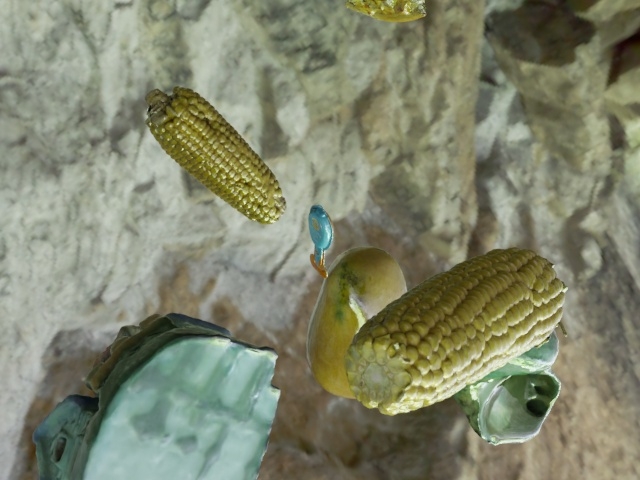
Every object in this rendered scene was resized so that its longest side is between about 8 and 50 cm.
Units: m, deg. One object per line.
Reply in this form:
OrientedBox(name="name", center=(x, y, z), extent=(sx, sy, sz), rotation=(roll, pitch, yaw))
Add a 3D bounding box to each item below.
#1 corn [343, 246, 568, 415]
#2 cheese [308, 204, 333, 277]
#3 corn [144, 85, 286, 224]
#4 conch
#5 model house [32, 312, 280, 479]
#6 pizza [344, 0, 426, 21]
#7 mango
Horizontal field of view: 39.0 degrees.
OrientedBox(name="corn", center=(0.112, 0.065, 0.706), extent=(0.260, 0.091, 0.091), rotation=(-17, -79, -53))
OrientedBox(name="cheese", center=(-0.001, 0.000, 1.071), extent=(0.047, 0.017, 0.111), rotation=(51, 151, 35))
OrientedBox(name="corn", center=(-0.150, -0.124, 1.313), extent=(0.262, 0.097, 0.097), rotation=(43, -158, -19))
OrientedBox(name="conch", center=(0.230, 0.153, 1.137), extent=(0.176, 0.188, 0.122), rotation=(21, -147, -6))
OrientedBox(name="model house", center=(-0.253, 0.231, 1.228), extent=(0.252, 0.295, 0.329), rotation=(18, 179, -34))
OrientedBox(name="pizza", center=(0.059, -0.291, 1.033), extent=(0.123, 0.026, 0.108), rotation=(17, 154, 40))
OrientedBox(name="mango", center=(0.065, 0.137, 1.570), extent=(0.211, 0.173, 0.317), rotation=(-52, -25, -42))
